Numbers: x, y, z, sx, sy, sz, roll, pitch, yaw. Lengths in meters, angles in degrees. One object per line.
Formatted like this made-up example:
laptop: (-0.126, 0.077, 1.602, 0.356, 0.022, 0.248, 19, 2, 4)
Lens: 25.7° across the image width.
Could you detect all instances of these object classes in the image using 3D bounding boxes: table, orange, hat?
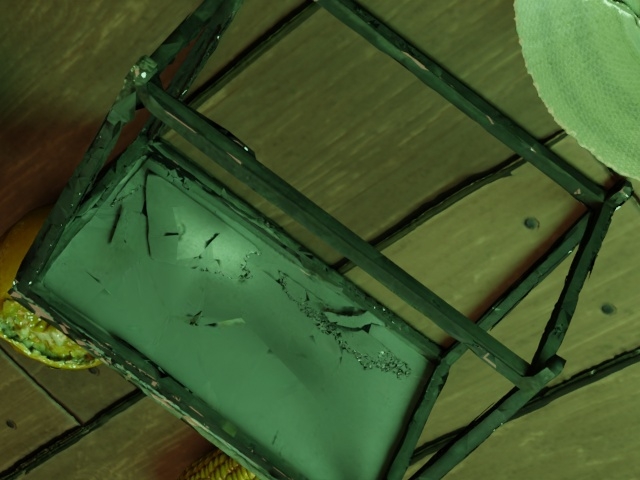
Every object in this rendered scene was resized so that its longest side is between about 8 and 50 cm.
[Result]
table: (0.000, 0.000, 1.033, 0.335, 0.222, 0.272, 36, 134, -3)
orange: (-0.227, 0.045, 1.245, 0.155, 0.134, 0.154, 20, 136, 21)
hat: (0.252, -0.156, 0.853, 0.252, 0.110, 0.252, 6, 111, 17)

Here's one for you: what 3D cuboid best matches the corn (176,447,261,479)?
corn: (-0.050, 0.216, 1.317, 0.260, 0.091, 0.091, -29, 91, 44)
